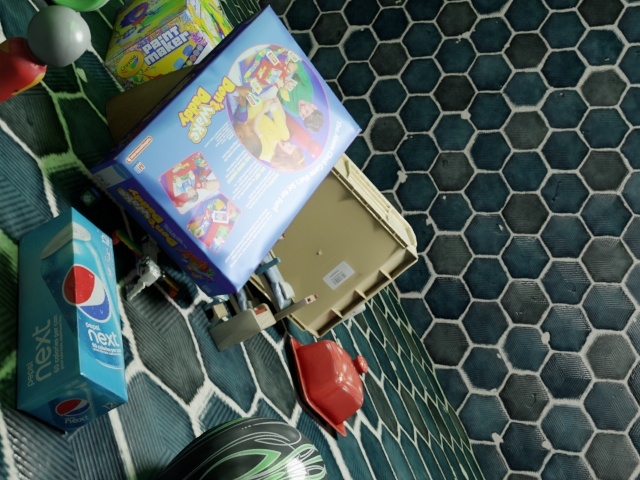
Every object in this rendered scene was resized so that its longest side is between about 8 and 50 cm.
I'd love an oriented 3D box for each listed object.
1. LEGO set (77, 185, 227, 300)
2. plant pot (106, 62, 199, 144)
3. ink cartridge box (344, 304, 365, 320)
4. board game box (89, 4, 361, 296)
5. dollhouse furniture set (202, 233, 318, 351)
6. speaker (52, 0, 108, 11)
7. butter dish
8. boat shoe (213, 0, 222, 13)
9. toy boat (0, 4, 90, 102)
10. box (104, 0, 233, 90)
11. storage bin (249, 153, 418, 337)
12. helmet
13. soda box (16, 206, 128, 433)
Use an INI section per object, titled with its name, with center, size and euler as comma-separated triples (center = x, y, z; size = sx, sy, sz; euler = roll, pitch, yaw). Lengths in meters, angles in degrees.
[LEGO set]
center = -0.239, 0.008, 1.055
size = 0.182, 0.060, 0.244
euler = 52, 6, 22
[plant pot]
center = -0.172, -0.193, 1.260
size = 0.237, 0.254, 0.237
euler = 58, 12, -20
[ink cartridge box]
center = -0.009, 0.037, 1.758
size = 0.211, 0.121, 0.289
euler = 56, 12, -23
[board game box]
center = -0.113, -0.128, 1.072
size = 0.233, 0.078, 0.347
euler = 51, 55, -22
[dollhouse furniture set]
center = -0.104, 0.074, 1.212
size = 0.129, 0.128, 0.183
euler = 61, 11, 4
[speaker]
center = -0.391, -0.477, 1.321
size = 0.131, 0.131, 0.297
euler = 55, 12, -26
[butter dish]
center = 0.032, 0.249, 1.418
size = 0.160, 0.118, 0.160
euler = 50, 15, -41
[boat shoe]
center = -0.296, -0.545, 1.977
size = 0.105, 0.113, 0.306
euler = 64, -6, -13
[toy boat]
center = -0.387, -0.316, 0.870
size = 0.318, 0.148, 0.267
euler = 61, 11, 0
[box]
center = -0.243, -0.328, 1.479
size = 0.279, 0.177, 0.290
euler = 54, 13, -33
[storage bin]
center = 0.000, 0.000, 1.409
size = 0.260, 0.262, 0.123
euler = 46, 16, -15
[helmet]
center = -0.074, 0.259, 0.790
size = 0.169, 0.161, 0.169
euler = 57, 11, -18
[soda box]
center = -0.242, 0.071, 0.747
size = 0.067, 0.071, 0.210
euler = 49, 16, -47
